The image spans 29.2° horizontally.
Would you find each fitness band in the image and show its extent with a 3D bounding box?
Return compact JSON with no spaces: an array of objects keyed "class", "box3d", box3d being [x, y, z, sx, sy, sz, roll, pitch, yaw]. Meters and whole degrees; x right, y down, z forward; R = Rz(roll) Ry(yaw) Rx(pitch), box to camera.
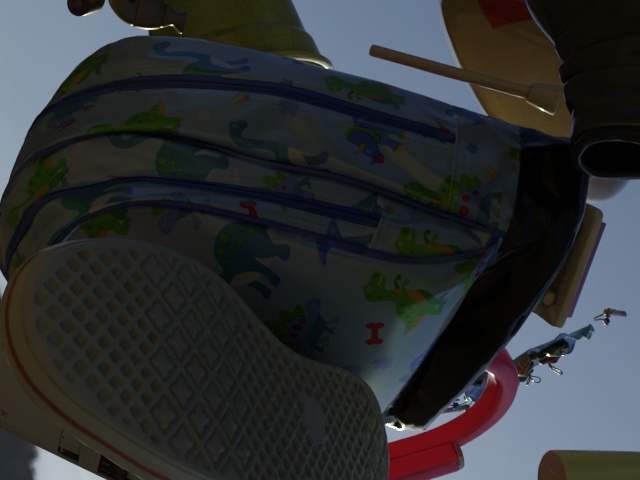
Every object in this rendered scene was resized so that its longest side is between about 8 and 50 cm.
[{"class":"fitness band","box3d":[0.070,0.185,1.297,0.054,0.291,0.209,-113,-169,-45]}]

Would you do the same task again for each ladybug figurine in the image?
[{"class":"ladybug figurine","box3d":[0.278,-0.221,1.445,0.162,0.305,0.449,-40,-154,22]}]

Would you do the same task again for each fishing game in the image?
[{"class":"fishing game","box3d":[0.264,0.160,1.530,0.264,0.189,0.041,-32,-106,16]}]

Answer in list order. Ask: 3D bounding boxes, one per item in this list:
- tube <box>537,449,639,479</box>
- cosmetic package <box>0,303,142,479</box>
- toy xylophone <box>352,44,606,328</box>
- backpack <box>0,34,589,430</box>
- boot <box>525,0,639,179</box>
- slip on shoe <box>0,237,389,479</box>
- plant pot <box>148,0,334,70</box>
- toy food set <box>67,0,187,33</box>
[{"class":"tube","box3d":[0.348,0.251,1.297,0.070,0.240,0.062,-144,-120,-66]},{"class":"cosmetic package","box3d":[-0.229,0.154,1.164,0.239,0.060,0.099,22,-70,12]},{"class":"toy xylophone","box3d":[0.101,-0.052,1.133,0.081,0.323,0.236,-61,160,-82]},{"class":"backpack","box3d":[-0.042,0.002,0.856,0.356,0.273,0.290,29,-42,-3]},{"class":"boot","box3d":[0.303,-0.162,0.807,0.118,0.338,0.222,59,14,-60]},{"class":"slip on shoe","box3d":[-0.068,0.093,0.672,0.101,0.331,0.123,-14,-115,22]},{"class":"plant pot","box3d":[-0.145,-0.324,1.767,0.276,0.276,0.254,-34,-112,60]},{"class":"toy food set","box3d":[-0.151,-0.199,0.899,0.019,0.122,0.078,5,-89,60]}]
